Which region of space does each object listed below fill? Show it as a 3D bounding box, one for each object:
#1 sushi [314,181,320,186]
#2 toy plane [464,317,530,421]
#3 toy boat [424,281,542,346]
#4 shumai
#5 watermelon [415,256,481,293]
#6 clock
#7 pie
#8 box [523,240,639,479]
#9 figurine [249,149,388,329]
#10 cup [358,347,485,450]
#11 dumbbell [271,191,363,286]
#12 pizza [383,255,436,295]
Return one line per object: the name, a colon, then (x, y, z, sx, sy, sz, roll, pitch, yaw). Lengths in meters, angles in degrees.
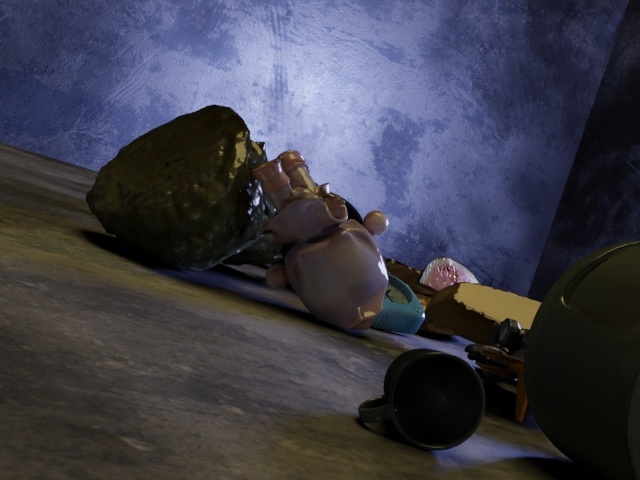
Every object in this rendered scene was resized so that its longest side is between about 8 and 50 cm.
sushi: (-0.124, -0.047, 1.704, 0.050, 0.264, 0.290, 59, 14, 16)
toy plane: (0.251, 0.148, 1.008, 0.204, 0.102, 0.316, 17, 3, -3)
toy boat: (0.306, 0.149, 1.167, 0.321, 0.089, 0.121, 19, -40, 22)
shumai: (-0.169, -0.030, 1.260, 0.330, 0.292, 0.288, 37, -21, 53)
watermelon: (0.235, 0.087, 1.499, 0.163, 0.086, 0.069, 27, -39, -22)
clock: (0.101, 0.089, 1.297, 0.108, 0.045, 0.147, 14, 28, -25)
pie: (0.166, 0.117, 1.455, 0.274, 0.069, 0.273, 23, 6, -2)
box: (0.313, 0.120, 0.704, 0.226, 0.226, 0.149, 17, 3, -22)
figurine: (0.000, 0.001, 1.137, 0.275, 0.200, 0.133, 60, 2, -3)
cup: (0.079, 0.131, 0.669, 0.100, 0.078, 0.077, -13, 0, -4)
dumbbell: (-0.022, -0.008, 1.506, 0.185, 0.185, 0.388, 18, 3, -7)
pizza: (0.200, 0.106, 1.686, 0.223, 0.089, 0.323, 24, -1, -20)
